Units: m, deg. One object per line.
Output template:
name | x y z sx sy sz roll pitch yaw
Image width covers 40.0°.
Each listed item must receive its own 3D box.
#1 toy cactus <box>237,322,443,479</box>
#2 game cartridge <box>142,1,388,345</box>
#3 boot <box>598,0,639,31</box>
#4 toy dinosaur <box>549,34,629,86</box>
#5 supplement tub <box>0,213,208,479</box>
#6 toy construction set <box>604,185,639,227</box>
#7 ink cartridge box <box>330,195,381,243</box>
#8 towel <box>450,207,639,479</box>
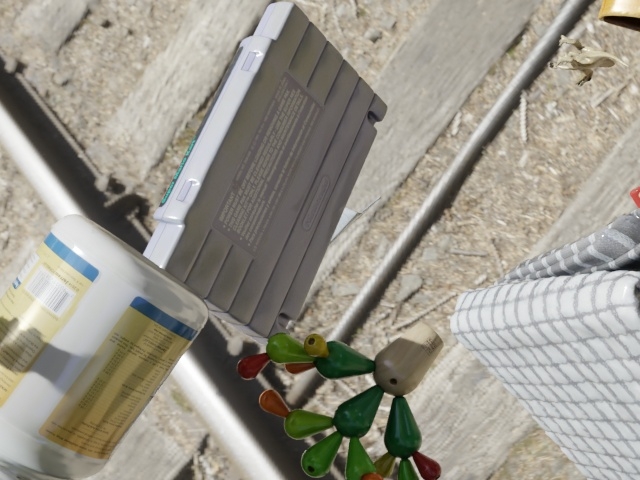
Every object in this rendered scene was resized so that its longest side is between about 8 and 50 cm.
toy cactus | 0.046 0.147 0.827 0.219 0.112 0.180 45 72 3
game cartridge | -0.058 -0.077 1.049 0.068 0.230 0.355 6 66 46
boot | 0.429 -0.276 0.834 0.295 0.104 0.211 12 93 20
toy dinosaur | 0.411 -0.282 1.354 0.092 0.183 0.053 14 90 -1
supplement tub | -0.198 0.095 0.696 0.144 0.144 0.200 32 83 32
toy construction set | 0.561 0.031 1.288 0.257 0.309 0.237 -33 94 15
ink cartridge box | 0.000 0.000 1.616 0.224 0.223 0.045 -44 89 -12
towel | 0.247 0.104 0.583 0.284 0.235 0.121 46 71 -3
